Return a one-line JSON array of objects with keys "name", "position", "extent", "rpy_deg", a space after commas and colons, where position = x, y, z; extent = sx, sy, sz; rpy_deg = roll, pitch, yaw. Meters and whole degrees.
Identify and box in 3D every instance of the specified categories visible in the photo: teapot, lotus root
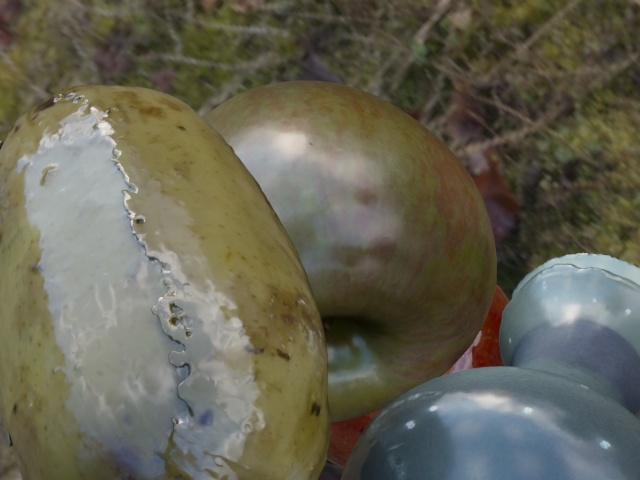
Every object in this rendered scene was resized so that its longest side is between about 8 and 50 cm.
[{"name": "teapot", "position": [0.120, 0.110, 0.823], "extent": [0.183, 0.251, 0.184], "rpy_deg": [11, 123, 18]}, {"name": "lotus root", "position": [-0.076, 0.048, 0.730], "extent": [0.146, 0.160, 0.284], "rpy_deg": [-5, 46, -18]}]

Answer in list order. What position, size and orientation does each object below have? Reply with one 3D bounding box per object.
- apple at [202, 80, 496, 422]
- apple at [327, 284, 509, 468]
[{"name": "apple", "position": [0.000, 0.000, 1.164], "extent": [0.256, 0.257, 0.234], "rpy_deg": [-25, 40, 19]}, {"name": "apple", "position": [0.072, 0.104, 1.433], "extent": [0.218, 0.201, 0.218], "rpy_deg": [1, 78, -3]}]
